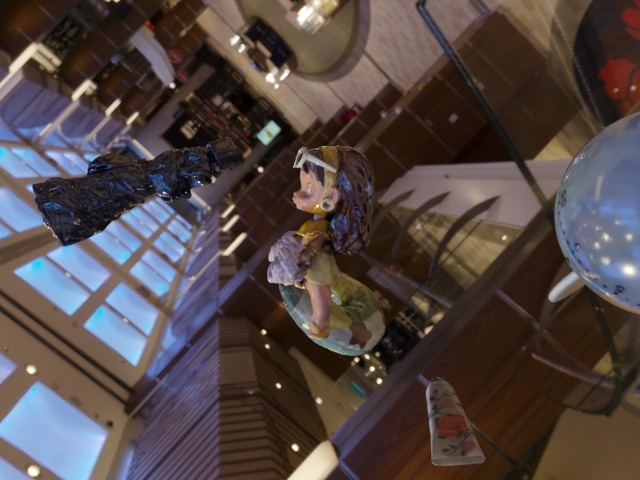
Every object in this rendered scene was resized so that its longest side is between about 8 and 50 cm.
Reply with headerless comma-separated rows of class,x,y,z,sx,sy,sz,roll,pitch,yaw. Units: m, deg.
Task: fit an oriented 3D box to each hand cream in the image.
hand cream,0.216,0.305,0.895,0.234,0.080,0.050,-73,-24,-76

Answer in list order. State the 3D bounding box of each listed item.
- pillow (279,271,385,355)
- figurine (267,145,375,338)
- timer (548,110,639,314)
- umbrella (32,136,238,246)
pillow,0.025,0.126,0.994,0.214,0.086,0.233,40,-155,19
figurine,0.001,-0.002,0.661,0.116,0.240,0.175,15,-177,-6
timer,0.276,0.011,0.423,0.175,0.175,0.255,41,165,43
umbrella,-0.204,-0.070,0.603,0.071,0.224,0.080,-137,27,-71
